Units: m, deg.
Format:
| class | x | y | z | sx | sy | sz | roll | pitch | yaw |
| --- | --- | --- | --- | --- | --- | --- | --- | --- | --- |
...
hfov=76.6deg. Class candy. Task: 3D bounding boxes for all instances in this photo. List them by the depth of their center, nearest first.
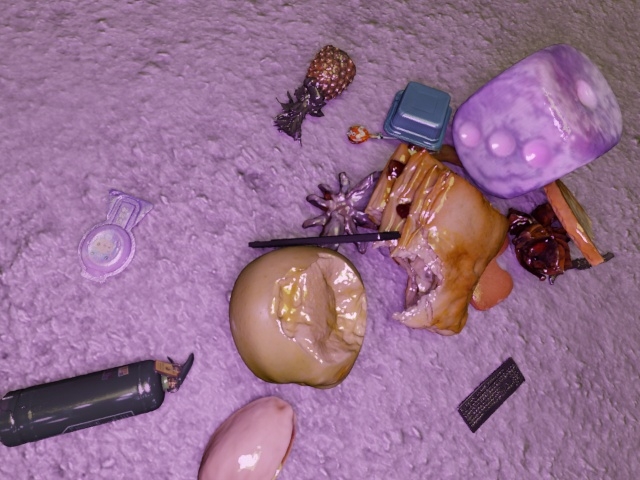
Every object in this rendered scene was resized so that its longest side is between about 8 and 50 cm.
| class | x | y | z | sx | sy | sz | roll | pitch | yaw |
| --- | --- | --- | --- | --- | --- | --- | --- | --- | --- |
| candy | 0.154 | -0.264 | 1.031 | 0.184 | 0.049 | 0.056 | -2 | 34 | -20 |

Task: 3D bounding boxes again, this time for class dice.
| class | x | y | z | sx | sy | sz | roll | pitch | yaw |
| --- | --- | --- | --- | --- | --- | --- | --- | --- | --- |
| dice | 0.510 | -0.277 | 0.980 | 0.270 | 0.271 | 0.270 | -28 | 87 | -30 |

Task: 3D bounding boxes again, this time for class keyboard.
| class | x | y | z | sx | sy | sz | roll | pitch | yaw |
| --- | --- | --- | --- | --- | --- | --- | --- | --- | --- |
| keyboard | 0.000 | 0.000 | 0.804 | 0.100 | 0.309 | 0.018 | -5 | 91 | -56 |
| keyboard | 0.410 | 0.365 | 0.962 | 0.196 | 0.015 | 0.074 | -34 | 87 | -18 |

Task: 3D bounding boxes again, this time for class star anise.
| class | x | y | z | sx | sy | sz | roll | pitch | yaw |
| --- | --- | --- | --- | --- | --- | --- | --- | --- | --- |
| star anise | 0.072 | -0.066 | 0.930 | 0.257 | 0.110 | 0.199 | -23 | 84 | -11 |
| star anise | 0.540 | -0.004 | 1.022 | 0.220 | 0.125 | 0.190 | -11 | 79 | -39 |

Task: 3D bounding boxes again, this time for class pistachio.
| class | x | y | z | sx | sy | sz | roll | pitch | yaw |
| --- | --- | --- | --- | --- | --- | --- | --- | --- | --- |
| pistachio | -0.135 | 0.398 | 0.765 | 0.223 | 0.126 | 0.152 | -40 | 53 | -19 |

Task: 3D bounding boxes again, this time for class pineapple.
| class | x | y | z | sx | sy | sz | roll | pitch | yaw |
| --- | --- | --- | --- | --- | --- | --- | --- | --- | --- |
| pineapple | -0.021 | -0.354 | 0.983 | 0.125 | 0.125 | 0.251 | 36 | 82 | -3 |

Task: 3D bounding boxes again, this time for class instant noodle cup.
| class | x | y | z | sx | sy | sz | roll | pitch | yaw |
| --- | --- | --- | --- | --- | --- | --- | --- | --- | --- |
| instant noodle cup | 0.255 | -0.324 | 1.028 | 0.157 | 0.070 | 0.179 | 21 | 61 | 3 |

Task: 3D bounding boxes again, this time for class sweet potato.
| class | x | y | z | sx | sy | sz | roll | pitch | yaw |
| --- | --- | --- | --- | --- | --- | --- | --- | --- | --- |
| sweet potato | 0.327 | -0.222 | 1.059 | 0.181 | 0.053 | 0.054 | 4 | 38 | -16 |

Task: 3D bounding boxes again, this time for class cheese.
| class | x | y | z | sx | sy | sz | roll | pitch | yaw |
| --- | --- | --- | --- | --- | --- | --- | --- | --- | --- |
| cheese | -0.425 | -0.008 | 0.828 | 0.105 | 0.042 | 0.191 | 20 | 71 | -10 |

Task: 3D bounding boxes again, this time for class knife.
| class | x | y | z | sx | sy | sz | roll | pitch | yaw |
| --- | --- | --- | --- | --- | --- | --- | --- | --- | --- |
| knife | 0.704 | 0.064 | 1.100 | 0.222 | 0.021 | 0.046 | -18 | 81 | -13 |

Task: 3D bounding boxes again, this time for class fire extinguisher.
| class | x | y | z | sx | sy | sz | roll | pitch | yaw |
| --- | --- | --- | --- | --- | --- | --- | --- | --- | --- |
| fire extinguisher | -0.392 | 0.280 | 0.746 | 0.310 | 0.114 | 0.096 | -9 | 119 | -14 |

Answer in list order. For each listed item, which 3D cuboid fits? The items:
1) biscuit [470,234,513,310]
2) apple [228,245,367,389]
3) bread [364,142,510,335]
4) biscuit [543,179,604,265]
| class | x | y | z | sx | sy | sz | roll | pitch | yaw |
| --- | --- | --- | --- | --- | --- | --- | --- | --- | --- |
| biscuit | 0.426 | 0.062 | 1.026 | 0.186 | 0.036 | 0.192 | -23 | 85 | -19 |
| apple | -0.043 | 0.143 | 0.775 | 0.278 | 0.279 | 0.280 | 3 | 77 | -13 |
| bread | 0.249 | 0.008 | 0.864 | 0.314 | 0.191 | 0.371 | 25 | 78 | -34 |
| biscuit | 0.626 | -0.066 | 1.018 | 0.205 | 0.040 | 0.309 | 55 | 34 | 0 |
